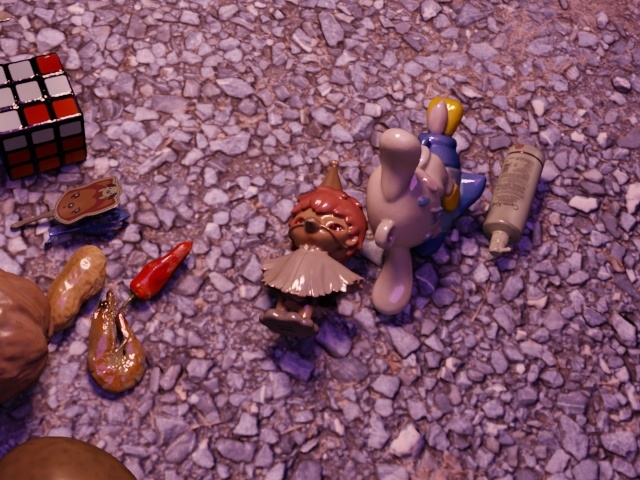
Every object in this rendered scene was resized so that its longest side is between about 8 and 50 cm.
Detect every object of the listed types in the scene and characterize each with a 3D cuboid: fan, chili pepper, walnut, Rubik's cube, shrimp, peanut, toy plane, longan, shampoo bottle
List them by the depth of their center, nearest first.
[{"bbox_3d":[-0.371,0.460,1.273,0.288,0.288,0.350,-27,83,-23],"label":"longan"},{"bbox_3d":[-0.573,0.155,1.399,0.273,0.227,0.273,2,65,-5],"label":"walnut"},{"bbox_3d":[-0.367,0.178,1.535,0.101,0.042,0.190,-2,71,-23],"label":"shrimp"},{"bbox_3d":[-0.440,0.086,1.549,0.080,0.080,0.174,26,65,2],"label":"peanut"},{"bbox_3d":[-0.304,0.062,1.599,0.050,0.059,0.191,36,64,16],"label":"chili pepper"},{"bbox_3d":[-0.476,-0.062,1.619,0.220,0.009,0.132,-21,36,-4],"label":"fan"},{"bbox_3d":[-0.437,-0.025,1.622,0.167,0.054,0.062,-15,93,-19],"label":"toy plane"},{"bbox_3d":[-0.547,-0.235,1.637,0.163,0.160,0.162,-17,69,-19],"label":"Rubik's cube"},{"bbox_3d":[0.400,-0.078,1.806,0.085,0.085,0.262,24,62,0],"label":"shampoo bottle"}]

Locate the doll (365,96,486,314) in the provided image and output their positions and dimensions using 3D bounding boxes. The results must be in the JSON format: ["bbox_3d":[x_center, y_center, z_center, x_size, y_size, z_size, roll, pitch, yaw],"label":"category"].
[{"bbox_3d":[0.201,-0.092,1.672,0.187,0.376,0.365,30,42,11],"label":"doll"}]

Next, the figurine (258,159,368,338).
[{"bbox_3d":[0.000,0.000,1.631,0.207,0.166,0.387,7,61,25],"label":"figurine"}]

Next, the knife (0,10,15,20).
[{"bbox_3d":[-0.791,-0.497,1.798,0.298,0.017,0.047,11,56,-6],"label":"knife"}]
